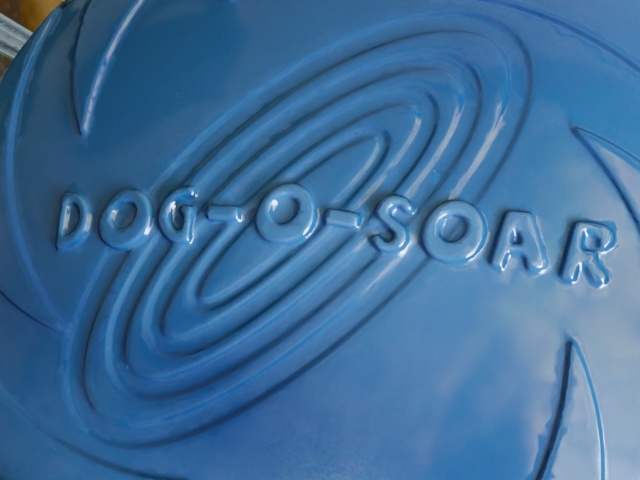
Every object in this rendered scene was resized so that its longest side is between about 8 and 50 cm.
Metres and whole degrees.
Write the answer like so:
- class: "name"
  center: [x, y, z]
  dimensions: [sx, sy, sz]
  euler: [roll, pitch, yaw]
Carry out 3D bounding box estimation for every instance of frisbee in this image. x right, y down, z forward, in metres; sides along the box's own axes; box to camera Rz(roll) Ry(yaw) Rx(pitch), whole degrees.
- class: "frisbee"
  center: [0.000, 0.000, 0.399]
  dimensions: [0.242, 0.242, 0.045]
  euler: [-24, 162, 6]

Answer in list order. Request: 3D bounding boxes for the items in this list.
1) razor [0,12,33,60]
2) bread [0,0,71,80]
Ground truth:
- class: "razor"
  center: [-0.150, -0.096, 0.651]
  dimensions: [0.037, 0.068, 0.191]
  euler: [25, 180, 20]
- class: "bread"
  center: [-0.108, -0.133, 0.999]
  dimensions: [0.253, 0.376, 0.348]
  euler: [-27, 180, -13]
